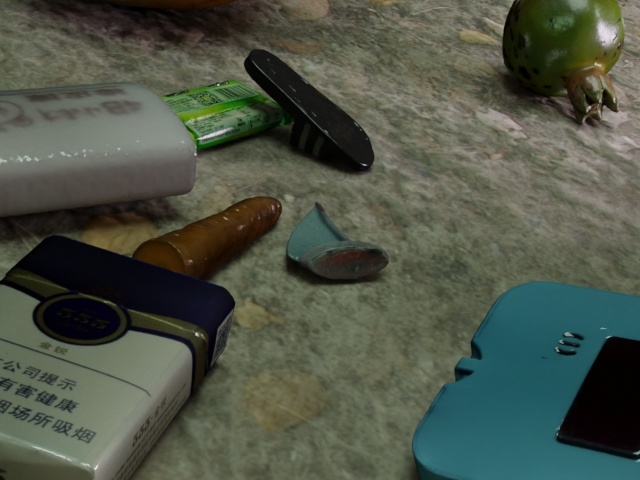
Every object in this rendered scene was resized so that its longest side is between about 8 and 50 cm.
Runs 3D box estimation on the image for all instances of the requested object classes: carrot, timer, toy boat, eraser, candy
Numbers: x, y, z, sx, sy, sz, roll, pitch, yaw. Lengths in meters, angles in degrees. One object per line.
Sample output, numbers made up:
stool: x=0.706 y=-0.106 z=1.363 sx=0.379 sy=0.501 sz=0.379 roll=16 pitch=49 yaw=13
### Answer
carrot: x=-0.086 y=-0.006 z=1.221 sx=0.057 sy=0.057 sz=0.224 roll=22 pitch=27 yaw=19
timer: x=0.217 y=0.140 z=1.013 sx=0.250 sy=0.091 sz=0.232 roll=13 pitch=42 yaw=26
toy boat: x=0.000 y=0.000 z=1.270 sx=0.096 sy=0.034 sz=0.122 roll=-3 pitch=23 yaw=-25
eraser: x=-0.270 y=-0.083 z=1.247 sx=0.270 sy=0.094 sz=0.174 roll=-7 pitch=31 yaw=-33
candy: x=-0.109 y=-0.136 z=1.467 sx=0.102 sy=0.032 sz=0.178 roll=33 pitch=33 yaw=28

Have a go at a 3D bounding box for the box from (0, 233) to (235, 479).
box: x=-0.182 y=0.093 z=0.977 sx=0.168 sy=0.071 sz=0.259 roll=17 pitch=30 yaw=10

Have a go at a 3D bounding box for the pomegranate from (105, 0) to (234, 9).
pomegranate: x=-0.204 y=-0.487 z=1.712 sx=0.417 sy=0.416 sz=0.416 roll=9 pitch=28 yaw=-5

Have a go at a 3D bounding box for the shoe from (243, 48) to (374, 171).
shoe: x=-0.018 y=-0.130 z=1.467 sx=0.179 sy=0.049 sz=0.071 roll=42 pitch=32 yaw=6

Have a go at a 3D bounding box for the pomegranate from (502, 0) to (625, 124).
pomegranate: x=0.310 y=-0.238 z=1.708 sx=0.159 sy=0.159 sz=0.205 roll=-3 pitch=56 yaw=-25
